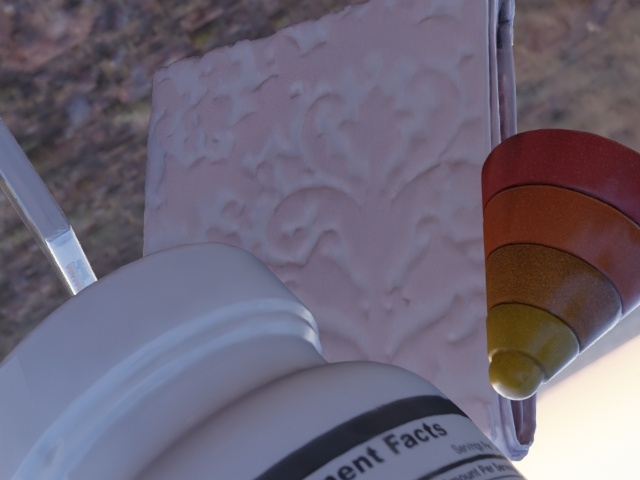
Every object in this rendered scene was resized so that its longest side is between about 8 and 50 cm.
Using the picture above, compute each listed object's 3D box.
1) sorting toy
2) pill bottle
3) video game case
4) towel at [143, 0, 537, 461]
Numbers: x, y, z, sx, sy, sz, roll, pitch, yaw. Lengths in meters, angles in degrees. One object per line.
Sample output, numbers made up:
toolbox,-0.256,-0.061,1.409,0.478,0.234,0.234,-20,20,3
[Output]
sorting toy,0.199,0.014,0.650,0.365,0.127,0.126,-9,-136,48
pill bottle,0.021,0.181,0.584,0.210,0.363,0.210,-34,152,-21
video game case,-0.250,-0.050,1.196,0.026,0.227,0.206,-33,160,-11
towel,0.000,0.000,1.010,0.332,0.317,0.053,-9,166,41
